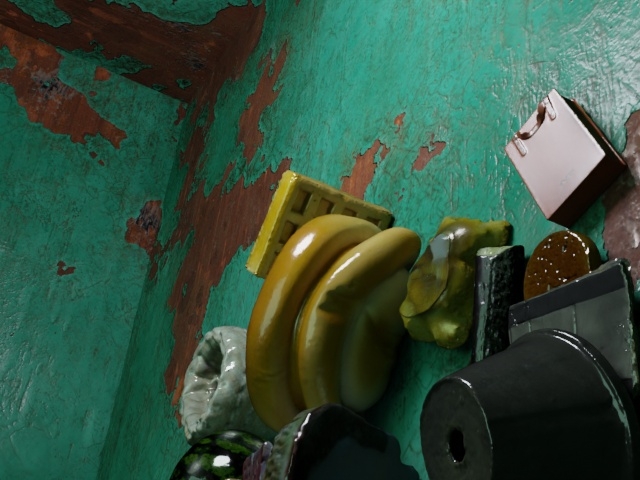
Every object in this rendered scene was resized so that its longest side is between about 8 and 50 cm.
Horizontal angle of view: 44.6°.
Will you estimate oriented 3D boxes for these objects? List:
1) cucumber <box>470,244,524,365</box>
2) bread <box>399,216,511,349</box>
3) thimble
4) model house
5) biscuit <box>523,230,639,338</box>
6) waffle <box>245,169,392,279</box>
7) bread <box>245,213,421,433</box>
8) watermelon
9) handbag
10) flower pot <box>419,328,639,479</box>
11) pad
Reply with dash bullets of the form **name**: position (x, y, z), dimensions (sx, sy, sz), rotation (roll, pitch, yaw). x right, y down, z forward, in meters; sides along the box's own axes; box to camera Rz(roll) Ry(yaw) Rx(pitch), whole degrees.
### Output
- **cucumber**: position (0.260, 0.115, 1.156), dimensions (0.074, 0.074, 0.241), rotation (-27, 49, 57)
- **bread**: position (0.212, 0.060, 1.286), dimensions (0.161, 0.088, 0.233), rotation (-5, 64, 67)
- **thimble**: position (-0.187, 0.343, 1.778), dimensions (0.291, 0.195, 0.291), rotation (-48, 31, 43)
- **model house**: position (-0.067, 0.459, 1.202), dimensions (0.339, 0.297, 0.360), rotation (-19, 54, 41)
- **biscuit**: position (0.339, 0.087, 1.033), dimensions (0.236, 0.039, 0.180), rotation (-102, 32, -44)
- **waffle**: position (0.000, 0.000, 1.591), dimensions (0.221, 0.248, 0.055), rotation (-67, 23, 8)
- **bread**: position (0.040, 0.168, 1.449), dimensions (0.245, 0.329, 0.423), rotation (15, 82, 25)
- **watermelon**: position (-0.187, 0.519, 1.572), dimensions (0.269, 0.269, 0.269), rotation (-47, 32, 41)
- **handbag**: position (0.356, -0.126, 1.162), dimensions (0.127, 0.063, 0.190), rotation (-55, 30, 31)
- **flower pot**: position (0.226, 0.240, 0.931), dimensions (0.269, 0.166, 0.268), rotation (180, 90, -64)
- **pad**: position (0.315, 0.136, 0.993), dimensions (0.233, 0.022, 0.174), rotation (139, 139, -57)
